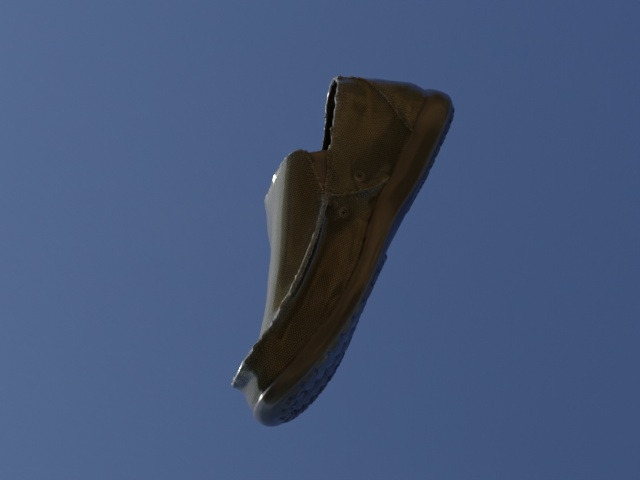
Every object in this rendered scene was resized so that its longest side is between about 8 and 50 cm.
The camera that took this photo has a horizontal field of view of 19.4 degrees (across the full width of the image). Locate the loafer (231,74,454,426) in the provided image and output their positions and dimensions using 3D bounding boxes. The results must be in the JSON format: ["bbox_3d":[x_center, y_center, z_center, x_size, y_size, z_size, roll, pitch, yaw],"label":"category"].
[{"bbox_3d":[0.000,0.000,0.662,0.050,0.056,0.148,25,-124,4],"label":"loafer"}]
